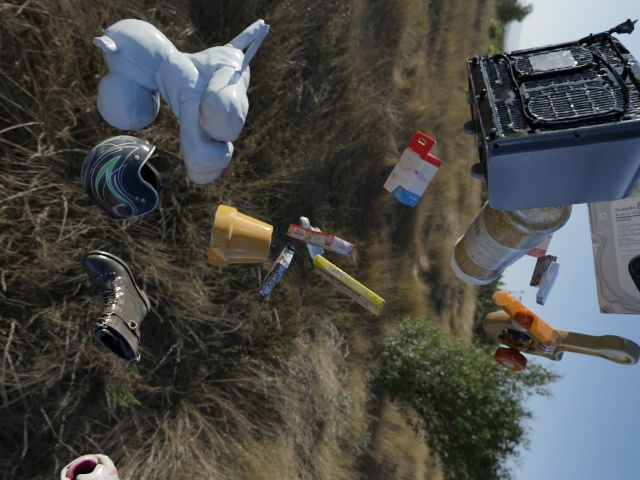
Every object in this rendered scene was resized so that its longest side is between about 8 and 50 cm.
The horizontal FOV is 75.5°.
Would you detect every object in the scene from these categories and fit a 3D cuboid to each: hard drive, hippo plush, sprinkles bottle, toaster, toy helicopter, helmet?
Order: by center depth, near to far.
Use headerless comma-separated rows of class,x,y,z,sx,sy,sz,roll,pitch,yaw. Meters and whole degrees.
toaster,0.258,-0.134,0.456,0.110,0.185,0.168,66,23,-51
hippo plush,-0.244,-0.252,0.674,0.294,0.236,0.234,-64,-157,24
sprinkles bottle,0.355,-0.008,0.821,0.355,0.121,0.121,77,28,-70
helmet,-0.428,-0.142,0.900,0.169,0.169,0.162,-53,135,-47
hard drive,0.776,0.004,0.969,0.064,0.237,0.339,2,83,-39
toy helicopter,0.578,0.235,1.033,0.235,0.355,0.140,47,62,-27

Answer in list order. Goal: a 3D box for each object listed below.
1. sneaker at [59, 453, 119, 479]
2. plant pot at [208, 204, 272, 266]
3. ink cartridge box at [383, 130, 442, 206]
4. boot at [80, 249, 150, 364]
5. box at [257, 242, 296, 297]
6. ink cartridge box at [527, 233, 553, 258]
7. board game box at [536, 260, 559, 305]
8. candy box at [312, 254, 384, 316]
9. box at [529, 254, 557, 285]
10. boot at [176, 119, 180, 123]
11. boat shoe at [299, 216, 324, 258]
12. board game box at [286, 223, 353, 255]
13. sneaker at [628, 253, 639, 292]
sneaker,-0.447,0.467,0.798,0.103,0.252,0.111,-17,87,-49
plant pot,-0.265,-0.003,1.404,0.205,0.187,0.205,-169,-90,-83
ink cartridge box,0.336,-0.253,1.466,0.078,0.134,0.231,19,112,-30
boot,-0.530,0.164,1.054,0.263,0.091,0.229,57,2,-25
box,-0.177,0.117,1.703,0.159,0.044,0.233,-54,-174,17
ink cartridge box,0.682,-0.048,1.317,0.067,0.115,0.198,-49,147,-43
board game box,0.536,0.103,0.974,0.090,0.020,0.090,-62,148,-6
candy box,0.072,0.117,1.059,0.027,0.206,0.105,-52,162,-12
box,0.669,0.095,1.244,0.137,0.027,0.094,22,86,-73
boot,-0.412,-0.419,1.321,0.123,0.095,0.258,-43,152,-2
boat shoe,-0.034,-0.019,1.850,0.079,0.081,0.228,-121,-168,-52
board game box,0.000,0.000,1.462,0.146,0.193,0.045,24,84,-57
sneaker,0.669,0.129,0.785,0.097,0.084,0.235,26,54,-34
